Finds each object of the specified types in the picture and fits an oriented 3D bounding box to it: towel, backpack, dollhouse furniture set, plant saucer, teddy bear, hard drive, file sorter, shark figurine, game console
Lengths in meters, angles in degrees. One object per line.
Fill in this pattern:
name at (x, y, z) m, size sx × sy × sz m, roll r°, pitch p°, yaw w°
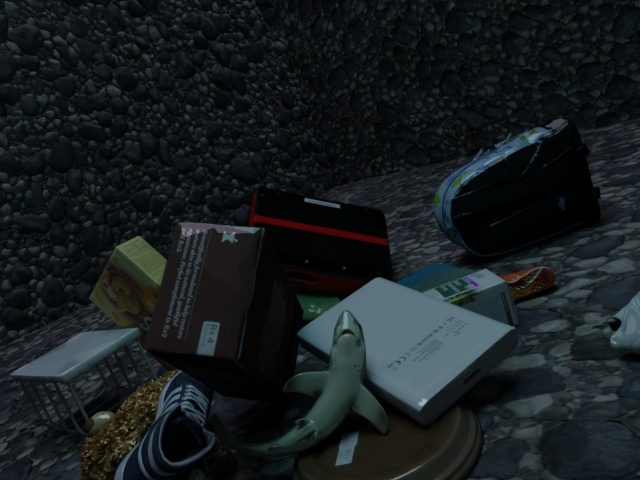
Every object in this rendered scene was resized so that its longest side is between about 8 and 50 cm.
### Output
towel at (0.177, 0.152, 1.237) m, size 0.370 × 0.040 × 0.271 m, roll -26°, pitch 11°, yaw -17°
backpack at (0.464, -0.106, 1.395) m, size 0.355 × 0.290 × 0.273 m, roll -32°, pitch 20°, yaw -12°
dollhouse furniture set at (-0.044, 0.081, 1.452) m, size 0.197 × 0.151 × 0.301 m, roll -3°, pitch 20°, yaw 2°
plant saucer at (0.085, 0.280, 0.779) m, size 0.277 × 0.041 × 0.278 m, roll -20°, pitch 12°, yaw 4°
teddy bear at (-0.345, 0.332, 1.100) m, size 0.245 × 0.113 × 0.338 m, roll -13°, pitch 13°, yaw 41°
hard drive at (0.125, 0.157, 0.894) m, size 0.203 × 0.040 × 0.307 m, roll -31°, pitch 26°, yaw -25°
file sorter at (-0.533, 0.327, 1.282) m, size 0.277 × 0.173 × 0.193 m, roll -11°, pitch 16°, yaw 41°
shark figurine at (-0.015, 0.253, 0.815) m, size 0.278 × 0.166 × 0.116 m, roll -39°, pitch -13°, yaw -4°
game console at (0.000, 0.000, 1.478) m, size 0.386 × 0.060 × 0.342 m, roll 11°, pitch 37°, yaw -9°

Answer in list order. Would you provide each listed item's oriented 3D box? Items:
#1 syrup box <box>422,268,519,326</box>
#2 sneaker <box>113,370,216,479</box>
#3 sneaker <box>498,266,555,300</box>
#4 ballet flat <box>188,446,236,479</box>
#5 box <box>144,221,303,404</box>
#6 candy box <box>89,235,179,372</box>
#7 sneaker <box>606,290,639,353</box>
syrup box at (0.230, 0.143, 1.031) m, size 0.236 × 0.096 × 0.093 m, roll -21°, pitch 13°, yaw -2°
sneaker at (-0.221, 0.291, 0.932) m, size 0.153 × 0.099 × 0.282 m, roll -44°, pitch 11°, yaw 32°
sneaker at (0.381, 0.096, 1.120) m, size 0.175 × 0.064 × 0.067 m, roll -13°, pitch -7°, yaw 9°
ballet flat at (-0.178, 0.359, 0.859) m, size 0.041 × 0.041 × 0.114 m, roll -11°, pitch 15°, yaw 38°
box at (-0.130, 0.139, 0.904) m, size 0.143 × 0.191 × 0.381 m, roll 5°, pitch -24°, yaw 8°
candy box at (-0.363, 0.163, 1.285) m, size 0.183 × 0.316 × 0.087 m, roll -52°, pitch -5°, yaw 30°
sneaker at (0.478, 0.109, 0.837) m, size 0.082 × 0.071 × 0.190 m, roll -18°, pitch 10°, yaw 43°
